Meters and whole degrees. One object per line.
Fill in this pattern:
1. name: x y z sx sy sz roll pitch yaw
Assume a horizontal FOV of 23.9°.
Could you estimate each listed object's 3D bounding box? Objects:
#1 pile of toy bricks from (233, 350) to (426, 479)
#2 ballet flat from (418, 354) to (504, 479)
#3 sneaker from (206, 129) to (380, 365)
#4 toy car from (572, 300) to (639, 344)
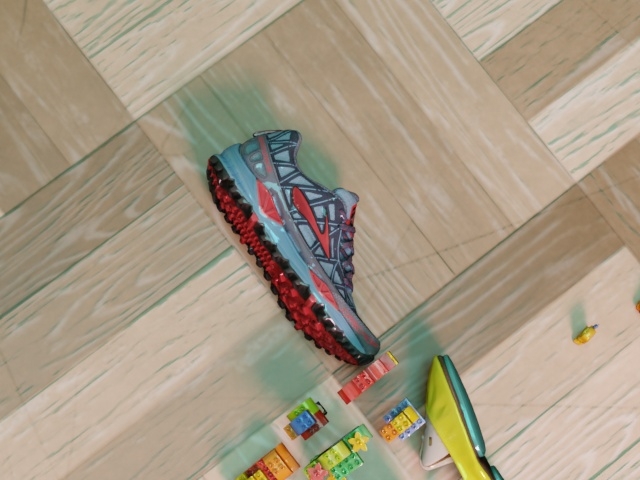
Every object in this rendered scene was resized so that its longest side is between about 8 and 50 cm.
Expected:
1. pile of toy bricks: 0.010 0.210 1.465 0.212 0.105 0.118 -40 84 6
2. ballet flat: 0.144 0.230 1.517 0.077 0.077 0.231 -27 85 7
3. sneaker: 0.000 0.000 1.525 0.125 0.104 0.262 -32 89 -17
4. toy car: 0.329 0.093 1.571 0.122 0.040 0.060 -29 84 -10
